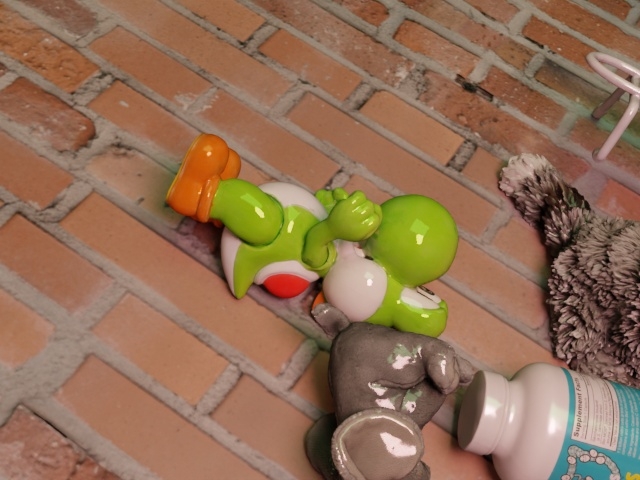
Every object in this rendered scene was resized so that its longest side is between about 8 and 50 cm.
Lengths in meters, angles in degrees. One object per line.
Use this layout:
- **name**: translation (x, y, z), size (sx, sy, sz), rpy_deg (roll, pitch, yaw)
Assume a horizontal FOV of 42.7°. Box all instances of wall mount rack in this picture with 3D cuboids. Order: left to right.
- **wall mount rack**: translation (0.505, -0.142, 1.150), size (0.350, 0.130, 0.304), rpy_deg (30, 30, 6)

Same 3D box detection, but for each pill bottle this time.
- **pill bottle**: translation (0.293, 0.224, 0.915), size (0.264, 0.146, 0.146), rpy_deg (16, 55, -2)

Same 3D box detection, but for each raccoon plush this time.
- **raccoon plush**: translation (0.384, 0.005, 0.988), size (0.216, 0.299, 0.446), rpy_deg (-28, 67, -27)

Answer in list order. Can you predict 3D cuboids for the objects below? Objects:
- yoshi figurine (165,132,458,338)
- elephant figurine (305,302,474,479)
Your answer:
- **yoshi figurine**: translation (0.014, -0.024, 0.989), size (0.362, 0.203, 0.203), rpy_deg (29, 49, 3)
- **elephant figurine**: translation (0.063, 0.219, 0.870), size (0.186, 0.169, 0.239), rpy_deg (10, 67, 28)
